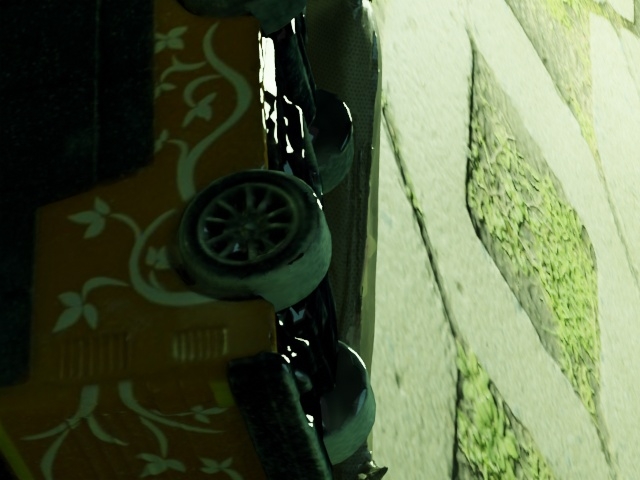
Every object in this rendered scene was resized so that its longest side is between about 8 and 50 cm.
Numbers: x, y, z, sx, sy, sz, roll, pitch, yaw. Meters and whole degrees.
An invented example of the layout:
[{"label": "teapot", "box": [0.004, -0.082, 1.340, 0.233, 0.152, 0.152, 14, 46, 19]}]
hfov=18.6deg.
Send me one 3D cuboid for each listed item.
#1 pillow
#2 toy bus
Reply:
[{"label": "pillow", "box": [0.000, 0.000, 0.936, 0.169, 0.059, 0.255, -110, -159, -86]}, {"label": "toy bus", "box": [-0.073, -0.023, 0.755, 0.138, 0.167, 0.275, 72, 12, -53]}]
